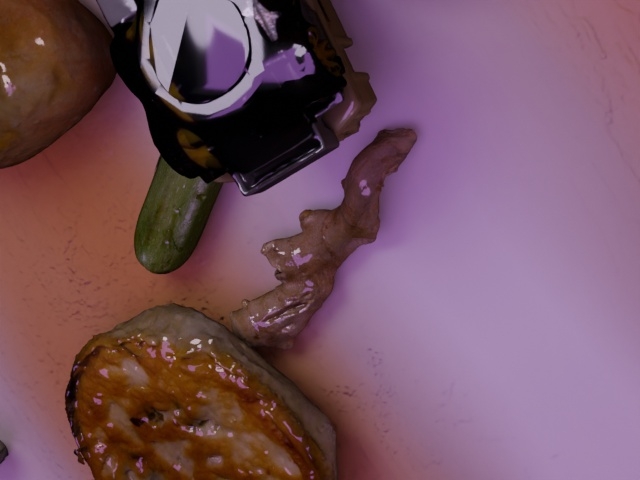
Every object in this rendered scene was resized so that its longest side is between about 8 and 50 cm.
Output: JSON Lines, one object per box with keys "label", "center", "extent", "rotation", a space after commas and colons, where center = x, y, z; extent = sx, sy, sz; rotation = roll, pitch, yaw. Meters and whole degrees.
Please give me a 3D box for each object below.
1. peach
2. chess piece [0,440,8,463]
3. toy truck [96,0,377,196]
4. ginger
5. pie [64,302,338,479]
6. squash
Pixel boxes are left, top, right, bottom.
{"label": "peach", "center": [-0.312, -0.165, 1.794], "extent": [0.235, 0.214, 0.214], "rotation": [0, 109, -3]}
{"label": "chess piece", "center": [-0.464, 0.190, 1.991], "extent": [0.243, 0.133, 0.133], "rotation": [41, 114, 6]}
{"label": "toy truck", "center": [-0.100, -0.241, 1.678], "extent": [0.181, 0.254, 0.405], "rotation": [-30, 84, 20]}
{"label": "ginger", "center": [0.000, 0.000, 1.827], "extent": [0.089, 0.075, 0.288], "rotation": [38, 118, 8]}
{"label": "pie", "center": [-0.120, 0.212, 1.906], "extent": [0.315, 0.092, 0.315], "rotation": [11, 121, 19]}
{"label": "squash", "center": [-0.124, -0.072, 1.832], "extent": [0.069, 0.069, 0.239], "rotation": [24, 110, 7]}
